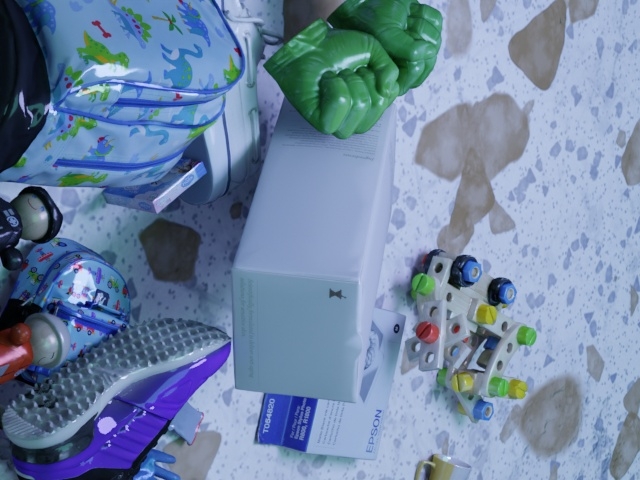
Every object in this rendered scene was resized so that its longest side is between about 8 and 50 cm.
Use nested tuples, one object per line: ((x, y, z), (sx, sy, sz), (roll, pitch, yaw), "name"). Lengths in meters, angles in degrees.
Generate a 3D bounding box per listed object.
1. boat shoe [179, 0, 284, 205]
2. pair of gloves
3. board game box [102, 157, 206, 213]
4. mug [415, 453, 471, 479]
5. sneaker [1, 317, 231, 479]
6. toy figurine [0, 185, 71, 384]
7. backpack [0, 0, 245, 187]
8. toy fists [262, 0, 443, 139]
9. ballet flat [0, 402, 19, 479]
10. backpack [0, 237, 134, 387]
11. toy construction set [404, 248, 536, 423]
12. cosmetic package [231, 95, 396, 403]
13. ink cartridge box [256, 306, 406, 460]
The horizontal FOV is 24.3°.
((-0.119, -0.233, 1.793), (0.156, 0.136, 0.367), (-28, 120, -41), "boat shoe")
((-0.208, 0.241, 1.852), (0.159, 0.023, 0.198), (50, 54, -43), "pair of gloves")
((-0.197, -0.069, 1.770), (0.090, 0.090, 0.020), (-44, 129, -34), "board game box")
((0.189, 0.369, 2.312), (0.062, 0.078, 0.064), (-3, 112, -80), "mug")
((-0.216, 0.194, 1.631), (0.293, 0.102, 0.146), (-28, 124, -38), "sneaker")
((-0.366, 0.041, 1.521), (0.148, 0.210, 0.213), (-22, 112, -51), "toy figurine")
((-0.253, -0.184, 1.561), (0.273, 0.290, 0.355), (-40, 150, 14), "backpack")
((0.057, -0.227, 1.831), (0.142, 0.096, 0.279), (49, 45, -3), "toy fists")
((-0.420, 0.215, 1.572), (0.409, 0.147, 0.147), (28, 77, -51), "ballet flat")
((-0.280, 0.090, 1.693), (0.158, 0.117, 0.173), (33, 72, -45), "backpack")
((0.210, 0.140, 2.222), (0.328, 0.151, 0.215), (36, 71, -59), "toy construction set")
((0.000, 0.000, 1.803), (0.365, 0.155, 0.197), (-75, 169, -52), "cosmetic package")
((0.020, 0.192, 2.091), (0.224, 0.045, 0.223), (14, 87, -48), "ink cartridge box")
